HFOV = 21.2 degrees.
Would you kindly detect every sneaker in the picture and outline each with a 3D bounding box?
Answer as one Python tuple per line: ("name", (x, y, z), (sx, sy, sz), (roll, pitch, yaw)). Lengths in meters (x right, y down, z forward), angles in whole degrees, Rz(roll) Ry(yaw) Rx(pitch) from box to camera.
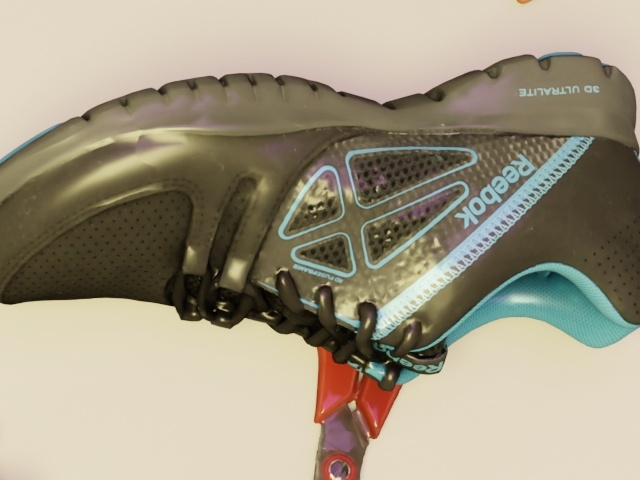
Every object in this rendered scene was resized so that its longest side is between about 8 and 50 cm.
("sneaker", (0.000, 0.000, 0.798), (0.341, 0.125, 0.139), (-8, 74, -9))

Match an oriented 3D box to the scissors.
("scissors", (0.003, 0.094, 0.845), (0.109, 0.021, 0.297), (26, 72, -1))

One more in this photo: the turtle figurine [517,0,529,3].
("turtle figurine", (0.040, -0.248, 0.923), (0.270, 0.087, 0.217), (2, 72, -9))
